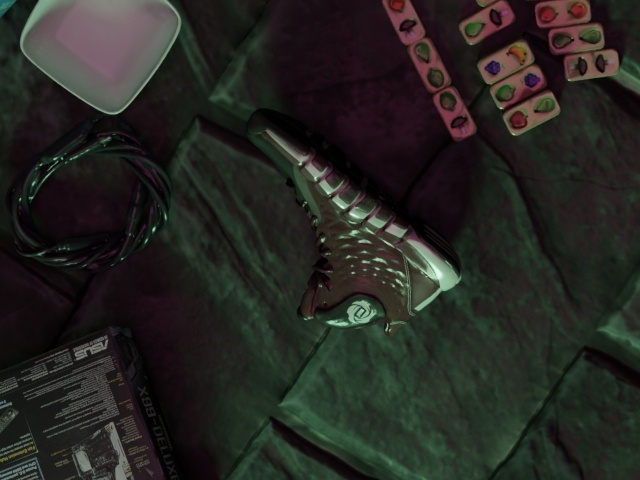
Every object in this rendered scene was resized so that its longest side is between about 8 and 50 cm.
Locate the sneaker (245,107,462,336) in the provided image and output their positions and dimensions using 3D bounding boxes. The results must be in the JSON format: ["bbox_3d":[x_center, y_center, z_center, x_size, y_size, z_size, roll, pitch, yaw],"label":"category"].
[{"bbox_3d":[0.000,0.000,1.740,0.281,0.106,0.162,40,104,-4],"label":"sneaker"}]

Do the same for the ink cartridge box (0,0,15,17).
[{"bbox_3d":[-0.327,-0.376,1.642,0.270,0.197,0.198,-44,94,11],"label":"ink cartridge box"}]

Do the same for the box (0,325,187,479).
[{"bbox_3d":[-0.312,0.259,1.792,0.307,0.076,0.242,-23,83,8],"label":"box"}]

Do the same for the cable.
[{"bbox_3d":[-0.252,-0.040,1.784,0.184,0.047,0.150,-38,101,7],"label":"cable"}]

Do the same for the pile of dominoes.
[{"bbox_3d":[0.177,-0.237,1.713,0.196,0.040,0.251,-27,98,9],"label":"pile of dominoes"}]

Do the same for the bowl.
[{"bbox_3d":[-0.228,-0.222,1.738,0.142,0.053,0.142,36,102,-3],"label":"bowl"}]
